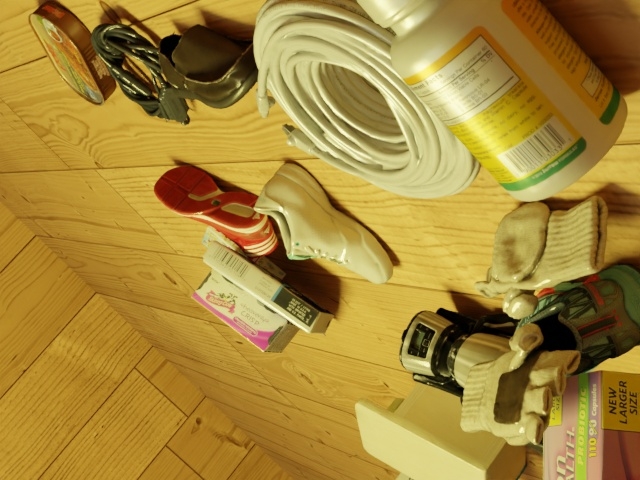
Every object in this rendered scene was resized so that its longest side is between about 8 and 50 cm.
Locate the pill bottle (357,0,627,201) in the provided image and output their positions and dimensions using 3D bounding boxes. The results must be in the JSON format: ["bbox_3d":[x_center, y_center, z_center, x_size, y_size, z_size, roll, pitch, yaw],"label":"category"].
[{"bbox_3d":[0.129,-0.139,0.799,0.208,0.117,0.118,44,160,-14],"label":"pill bottle"}]

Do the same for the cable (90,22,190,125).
[{"bbox_3d":[-0.246,-0.234,1.398,0.151,0.047,0.184,33,163,31],"label":"cable"}]

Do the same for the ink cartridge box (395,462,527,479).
[{"bbox_3d":[0.220,0.397,1.698,0.148,0.203,0.086,28,158,29],"label":"ink cartridge box"}]

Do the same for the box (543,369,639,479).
[{"bbox_3d":[0.342,0.242,0.972,0.243,0.213,0.117,8,165,-12],"label":"box"}]

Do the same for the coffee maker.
[{"bbox_3d":[0.212,0.169,1.331,0.178,0.120,0.171,19,153,47],"label":"coffee maker"}]

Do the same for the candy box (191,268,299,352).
[{"bbox_3d":[-0.125,0.127,1.833,0.159,0.071,0.233,36,177,9],"label":"candy box"}]

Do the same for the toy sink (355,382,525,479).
[{"bbox_3d":[0.191,0.297,1.617,0.234,0.131,0.152,24,146,30],"label":"toy sink"}]

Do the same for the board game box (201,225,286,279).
[{"bbox_3d":[-0.134,0.030,1.795,0.154,0.026,0.103,39,160,1],"label":"board game box"}]

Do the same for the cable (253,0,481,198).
[{"bbox_3d":[0.051,-0.145,0.977,0.257,0.089,0.257,33,159,16],"label":"cable"}]

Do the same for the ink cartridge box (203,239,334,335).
[{"bbox_3d":[-0.077,0.081,1.677,0.206,0.045,0.208,33,178,10],"label":"ink cartridge box"}]

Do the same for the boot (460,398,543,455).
[{"bbox_3d":[0.331,0.303,1.457,0.263,0.091,0.229,21,153,38],"label":"boot"}]

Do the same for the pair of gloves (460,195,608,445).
[{"bbox_3d":[0.194,0.075,1.004,0.042,0.240,0.204,15,172,-15],"label":"pair of gloves"}]

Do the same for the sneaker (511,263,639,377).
[{"bbox_3d":[0.242,0.098,1.083,0.104,0.125,0.262,63,160,12],"label":"sneaker"}]

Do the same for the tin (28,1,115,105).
[{"bbox_3d":[-0.363,-0.274,1.526,0.106,0.040,0.189,27,157,22],"label":"tin"}]

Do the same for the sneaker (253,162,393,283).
[{"bbox_3d":[0.000,0.000,1.381,0.212,0.094,0.080,43,159,-10],"label":"sneaker"}]

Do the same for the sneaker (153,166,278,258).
[{"bbox_3d":[-0.161,-0.030,1.623,0.221,0.087,0.128,27,156,35],"label":"sneaker"}]

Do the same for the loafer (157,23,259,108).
[{"bbox_3d":[-0.133,-0.204,1.189,0.078,0.080,0.220,49,159,-28],"label":"loafer"}]
